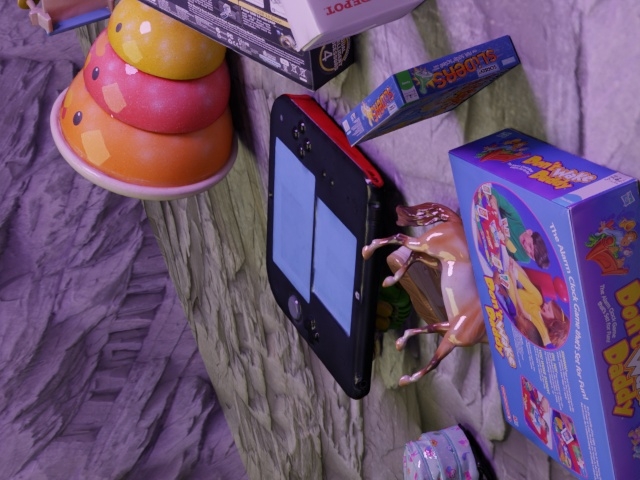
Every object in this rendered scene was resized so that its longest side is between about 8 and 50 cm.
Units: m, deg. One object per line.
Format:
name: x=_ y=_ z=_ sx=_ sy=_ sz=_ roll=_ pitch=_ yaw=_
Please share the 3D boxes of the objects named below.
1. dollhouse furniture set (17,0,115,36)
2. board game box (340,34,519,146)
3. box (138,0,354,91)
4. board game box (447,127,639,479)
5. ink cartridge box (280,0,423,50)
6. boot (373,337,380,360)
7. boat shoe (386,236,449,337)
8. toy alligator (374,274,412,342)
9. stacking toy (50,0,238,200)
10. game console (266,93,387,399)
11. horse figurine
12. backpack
dollhouse furniture set: x=-0.422 y=-0.561 z=2.258 sx=0.198 sy=0.303 sz=0.286 roll=60 pitch=162 yaw=25
board game box: x=0.112 y=-0.158 z=1.355 sx=0.035 sy=0.136 sz=0.201 roll=68 pitch=165 yaw=2
box: x=-0.134 y=-0.412 z=1.681 sx=0.395 sy=0.097 sz=0.318 roll=31 pitch=146 yaw=32
board game box: x=0.252 y=0.078 z=1.310 sx=0.233 sy=0.078 sz=0.347 roll=37 pitch=145 yaw=61
ink cartridge box: x=0.015 y=-0.335 z=1.415 sx=0.203 sy=0.148 sz=0.086 roll=68 pitch=162 yaw=-2
boot: x=0.031 y=0.150 z=2.123 sx=0.165 sy=0.077 sz=0.213 roll=59 pitch=157 yaw=25
boat shoe: x=0.151 y=0.065 z=1.661 sx=0.063 sy=0.059 sz=0.170 roll=30 pitch=158 yaw=51
toy alligator: x=0.107 y=0.111 z=1.881 sx=0.051 sy=0.056 sz=0.189 roll=21 pitch=148 yaw=10
stacking toy: x=-0.275 y=-0.341 z=2.217 sx=0.350 sy=0.351 sz=0.480 roll=57 pitch=143 yaw=35
game console: x=0.000 y=0.000 z=1.911 sx=0.342 sy=0.060 sz=0.386 roll=-125 pitch=31 yaw=-52
horse figurine: x=0.153 y=0.058 z=1.534 sx=0.066 sy=0.174 sz=0.263 roll=18 pitch=-126 yaw=-59
backpack: x=0.181 y=0.357 z=1.840 sx=0.182 sy=0.115 sz=0.152 roll=88 pitch=157 yaw=-44
